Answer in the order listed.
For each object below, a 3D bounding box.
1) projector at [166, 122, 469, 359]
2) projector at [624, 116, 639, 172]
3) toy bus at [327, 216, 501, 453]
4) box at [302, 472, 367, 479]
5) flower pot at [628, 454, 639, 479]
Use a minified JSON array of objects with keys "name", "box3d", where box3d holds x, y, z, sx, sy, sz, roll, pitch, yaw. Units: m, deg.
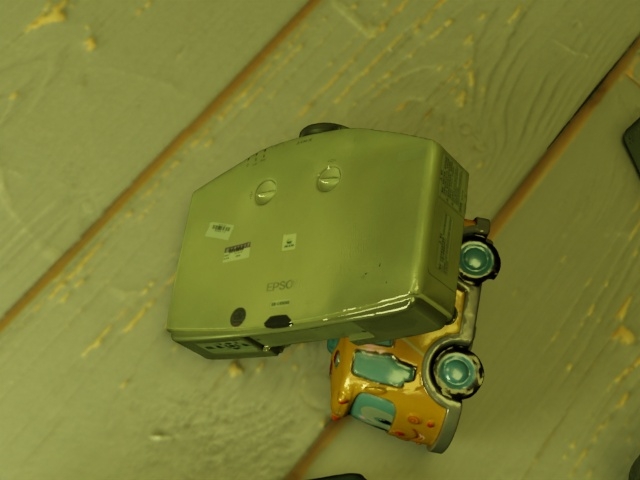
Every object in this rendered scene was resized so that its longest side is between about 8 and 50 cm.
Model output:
[{"name":"projector","box3d":[0.000,0.000,1.191,0.088,0.269,0.194,35,55,-44]},{"name":"projector","box3d":[0.444,-0.038,1.392,0.192,0.099,0.257,-17,76,-18]},{"name":"toy bus","box3d":[0.077,0.077,1.246,0.136,0.126,0.210,11,69,-1]},{"name":"box","box3d":[-0.013,0.319,1.173,0.160,0.050,0.230,-7,73,-17]},{"name":"flower pot","box3d":[0.373,0.224,1.237,0.235,0.235,0.148,-24,58,-21]}]
